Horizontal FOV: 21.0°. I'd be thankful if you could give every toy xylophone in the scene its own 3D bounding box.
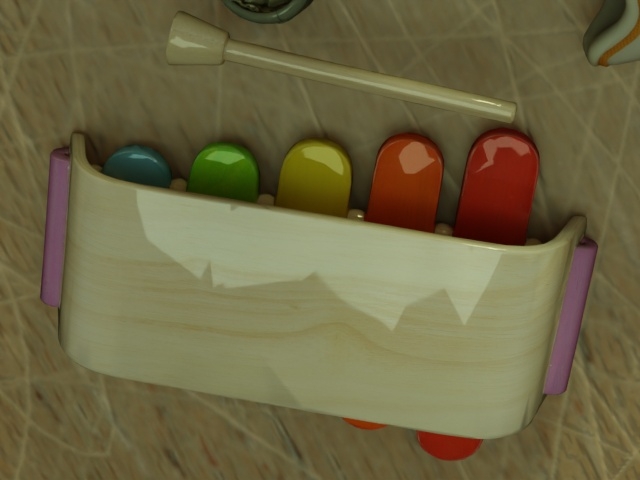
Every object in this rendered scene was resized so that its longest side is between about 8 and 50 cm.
[{"bbox_3d":[0.000,0.000,0.958,0.323,0.081,0.236,17,113,0],"label":"toy xylophone"}]

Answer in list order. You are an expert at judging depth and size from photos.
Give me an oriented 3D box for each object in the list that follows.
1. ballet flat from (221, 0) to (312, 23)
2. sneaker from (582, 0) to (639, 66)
[{"bbox_3d":[-0.058,-0.209,0.890,0.072,0.068,0.213,-23,107,15],"label":"ballet flat"},{"bbox_3d":[0.122,-0.228,0.830,0.127,0.126,0.321,-24,107,12],"label":"sneaker"}]
